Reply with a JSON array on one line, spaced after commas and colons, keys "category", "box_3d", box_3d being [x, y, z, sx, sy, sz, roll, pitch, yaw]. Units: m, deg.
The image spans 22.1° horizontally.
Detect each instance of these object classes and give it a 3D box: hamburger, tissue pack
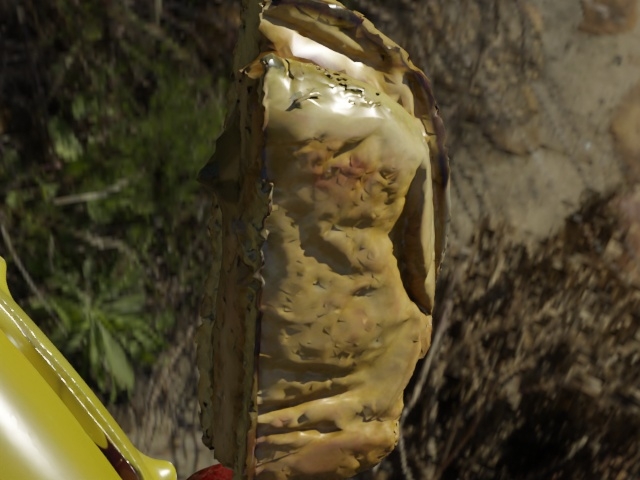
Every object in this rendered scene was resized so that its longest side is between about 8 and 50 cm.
[{"category": "hamburger", "box_3d": [0.000, 0.000, 0.840, 0.131, 0.262, 0.124, -3, 27, -17]}, {"category": "tissue pack", "box_3d": [-0.142, 0.090, 0.626, 0.127, 0.123, 0.178, -39, 93, 3]}]

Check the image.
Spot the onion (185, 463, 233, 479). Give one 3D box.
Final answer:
[{"category": "onion", "box_3d": [-0.062, 0.231, 1.243, 0.131, 0.131, 0.131, 1, 62, -3]}]
